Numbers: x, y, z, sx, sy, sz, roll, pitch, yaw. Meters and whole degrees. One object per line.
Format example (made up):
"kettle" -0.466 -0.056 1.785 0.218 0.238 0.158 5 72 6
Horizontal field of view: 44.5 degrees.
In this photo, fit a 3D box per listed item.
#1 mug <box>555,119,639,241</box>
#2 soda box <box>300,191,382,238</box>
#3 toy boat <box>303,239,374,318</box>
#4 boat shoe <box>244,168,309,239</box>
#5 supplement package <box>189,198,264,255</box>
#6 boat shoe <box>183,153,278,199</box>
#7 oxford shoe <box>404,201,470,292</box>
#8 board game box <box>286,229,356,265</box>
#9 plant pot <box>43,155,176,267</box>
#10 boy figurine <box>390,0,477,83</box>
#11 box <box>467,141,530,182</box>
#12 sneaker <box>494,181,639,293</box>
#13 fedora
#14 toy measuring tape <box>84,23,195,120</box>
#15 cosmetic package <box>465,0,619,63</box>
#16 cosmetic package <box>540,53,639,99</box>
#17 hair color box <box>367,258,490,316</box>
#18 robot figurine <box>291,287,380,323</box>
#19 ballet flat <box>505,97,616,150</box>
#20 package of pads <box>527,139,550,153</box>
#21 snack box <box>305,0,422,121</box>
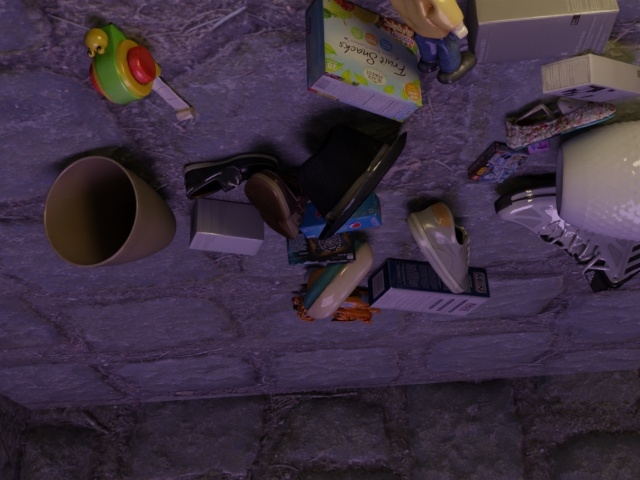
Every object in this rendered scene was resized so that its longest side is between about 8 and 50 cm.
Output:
"mug" 0.710 -0.136 1.787 0.328 0.276 0.374 1 -175 11
"soda box" 0.051 -0.066 2.050 0.210 0.071 0.067 -10 154 15
"toy boat" 0.028 0.114 2.300 0.148 0.267 0.318 39 166 3
"boat shoe" -0.088 -0.109 1.891 0.123 0.123 0.342 31 168 18
"supplement package" -0.246 -0.034 2.052 0.180 0.105 0.105 7 152 -18
"boat shoe" -0.210 -0.148 1.851 0.233 0.079 0.084 -11 153 10
"oxford shoe" 0.364 0.027 2.193 0.130 0.169 0.449 -31 148 8
"board game box" 0.000 0.000 2.138 0.186 0.126 0.026 -4 -167 4
"plant pot" -0.471 -0.048 1.883 0.257 0.256 0.274 -12 168 19
"boy figurine" 0.172 -0.399 1.300 0.092 0.177 0.285 -38 135 -10
"box" 0.428 -0.186 1.884 0.094 0.027 0.137 5 153 -19
"sneaker" 0.666 0.001 2.007 0.448 0.257 0.169 4 164 -14
"fedora" 0.047 -0.156 1.728 0.153 0.334 0.334 39 146 -3
"toy measuring tape" -0.343 -0.288 1.505 0.122 0.121 0.330 -12 153 19
"cosmetic package" 0.380 -0.390 1.370 0.238 0.107 0.127 -8 157 4
"cosmetic package" 0.523 -0.305 1.494 0.099 0.060 0.239 -2 -178 44
"hair color box" 0.343 0.154 2.494 0.348 0.105 0.174 7 153 -19
"robot figurine" 0.047 0.219 2.627 0.291 0.085 0.211 3 153 -11
"ballet flat" 0.500 -0.260 1.668 0.241 0.091 0.077 -18 106 33
"package of pads" 0.494 -0.233 1.787 0.050 0.031 0.083 -10 153 19
"snack box" 0.077 -0.324 1.396 0.207 0.174 0.070 13 152 -28
